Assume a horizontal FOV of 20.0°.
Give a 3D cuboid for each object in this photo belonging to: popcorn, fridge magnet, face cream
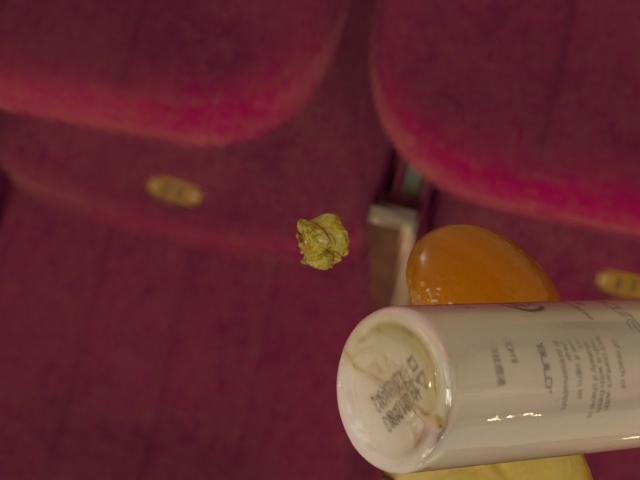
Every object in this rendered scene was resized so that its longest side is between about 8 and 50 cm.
[{"bbox_3d":[-0.001,-0.003,2.107,0.059,0.068,0.083,9,165,28],"label":"popcorn"},{"bbox_3d":[0.126,0.050,1.386,0.143,0.143,0.063,25,133,-16],"label":"fridge magnet"},{"bbox_3d":[0.151,0.079,1.043,0.311,0.092,0.092,0,169,-40],"label":"face cream"}]

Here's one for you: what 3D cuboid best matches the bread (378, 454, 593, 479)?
[{"bbox_3d":[0.127,0.259,1.148,0.135,0.178,0.240,-13,143,-1],"label":"bread"}]
